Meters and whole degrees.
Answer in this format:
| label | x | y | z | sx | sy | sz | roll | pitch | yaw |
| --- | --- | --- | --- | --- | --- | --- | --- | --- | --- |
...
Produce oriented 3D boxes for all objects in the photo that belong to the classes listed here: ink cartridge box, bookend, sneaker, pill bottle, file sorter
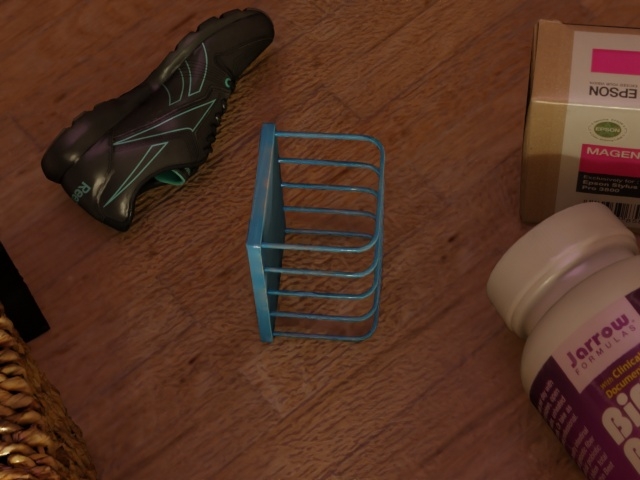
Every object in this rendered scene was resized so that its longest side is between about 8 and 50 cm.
| label | x | y | z | sx | sy | sz | roll | pitch | yaw |
| --- | --- | --- | --- | --- | --- | --- | --- | --- | --- |
| ink cartridge box | 0.291 | -0.088 | 1.183 | 0.234 | 0.193 | 0.088 | 5 | 60 | 9 |
| bookend | -0.319 | 0.005 | 1.213 | 0.072 | 0.156 | 0.157 | -31 | 61 | -12 |
| sneaker | -0.134 | -0.115 | 1.316 | 0.267 | 0.101 | 0.106 | -42 | 86 | -18 |
| pill bottle | 0.262 | 0.118 | 1.080 | 0.169 | 0.169 | 0.301 | -29 | 61 | -11 |
| file sorter | 0.000 | 0.000 | 1.177 | 0.104 | 0.170 | 0.118 | 4 | 60 | 4 |

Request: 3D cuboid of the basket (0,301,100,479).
| label | x | y | z | sx | sy | sz | roll | pitch | yaw |
| --- | --- | --- | --- | --- | --- | --- | --- | --- | --- |
| basket | -0.266 | 0.212 | 1.002 | 0.213 | 0.299 | 0.223 | -23 | 60 | -8 |
